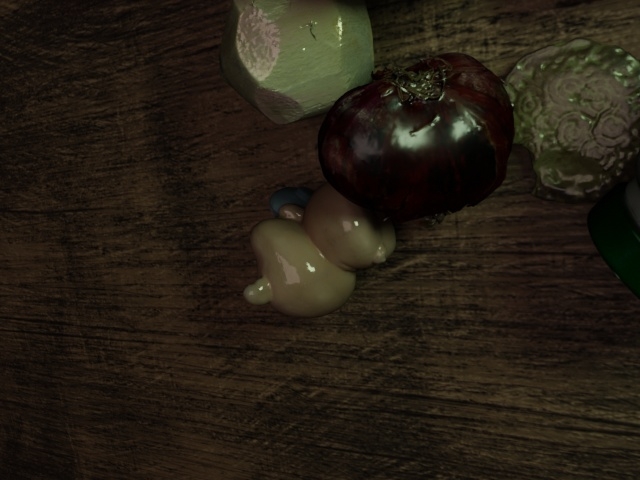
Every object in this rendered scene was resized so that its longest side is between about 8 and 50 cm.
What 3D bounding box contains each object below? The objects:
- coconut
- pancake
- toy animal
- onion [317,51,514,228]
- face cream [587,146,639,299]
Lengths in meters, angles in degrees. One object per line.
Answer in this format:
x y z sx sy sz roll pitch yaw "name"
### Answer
-0.044 -0.292 0.803 0.230 0.227 0.227 -11 98 0 "coconut"
0.353 -0.163 0.741 0.211 0.029 0.235 -27 88 31 "pancake"
0.012 0.013 0.881 0.221 0.210 0.230 -5 73 31 "toy animal"
0.127 -0.134 0.733 0.281 0.280 0.221 -55 50 28 "onion"
0.484 -0.082 0.546 0.357 0.312 0.220 122 149 -41 "face cream"
